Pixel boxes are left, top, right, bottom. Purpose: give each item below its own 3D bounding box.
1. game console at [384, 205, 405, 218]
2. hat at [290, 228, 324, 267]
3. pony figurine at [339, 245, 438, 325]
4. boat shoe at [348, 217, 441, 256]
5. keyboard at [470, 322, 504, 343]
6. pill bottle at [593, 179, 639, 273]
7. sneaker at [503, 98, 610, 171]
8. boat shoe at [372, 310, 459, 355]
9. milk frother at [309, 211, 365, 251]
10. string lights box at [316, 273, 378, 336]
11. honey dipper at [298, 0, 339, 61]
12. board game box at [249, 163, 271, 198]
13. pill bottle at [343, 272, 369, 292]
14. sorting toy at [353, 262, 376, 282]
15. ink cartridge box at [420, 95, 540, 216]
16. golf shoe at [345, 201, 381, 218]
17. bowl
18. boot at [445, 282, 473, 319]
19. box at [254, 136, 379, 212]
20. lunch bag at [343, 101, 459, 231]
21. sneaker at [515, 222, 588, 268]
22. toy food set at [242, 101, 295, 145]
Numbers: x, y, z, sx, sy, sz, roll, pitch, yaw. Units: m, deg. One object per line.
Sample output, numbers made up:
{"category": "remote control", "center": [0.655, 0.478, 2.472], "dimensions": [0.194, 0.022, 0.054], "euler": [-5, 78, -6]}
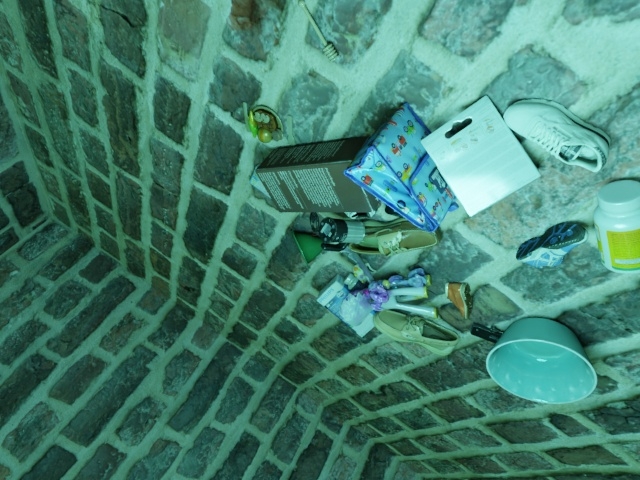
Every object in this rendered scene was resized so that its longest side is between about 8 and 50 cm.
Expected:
{"category": "game console", "center": [0.269, -0.132, 1.248], "dimensions": [0.144, 0.124, 0.085], "euler": [17, 168, 24]}
{"category": "hat", "center": [0.000, 0.000, 1.668], "dimensions": [0.172, 0.184, 0.208], "euler": [65, 177, -26]}
{"category": "pony figurine", "center": [0.214, 0.190, 1.526], "dimensions": [0.364, 0.302, 0.351], "euler": [-7, 145, 23]}
{"category": "boat shoe", "center": [0.236, 0.003, 1.395], "dimensions": [0.324, 0.119, 0.122], "euler": [-3, 130, 41]}
{"category": "keyboard", "center": [0.650, 0.348, 1.546], "dimensions": [0.180, 0.023, 0.108], "euler": [18, 148, 21]}
{"category": "pill bottle", "center": [0.708, -0.032, 0.976], "dimensions": [0.118, 0.117, 0.208], "euler": [-3, 130, 41]}
{"category": "sneaker", "center": [0.515, -0.232, 0.921], "dimensions": [0.235, 0.094, 0.090], "euler": [28, 146, 13]}
{"category": "boat shoe", "center": [0.383, 0.349, 1.691], "dimensions": [0.342, 0.121, 0.110], "euler": [19, 138, 5]}
{"category": "milk frother", "center": [0.048, -0.045, 1.398], "dimensions": [0.129, 0.135, 0.143], "euler": [-42, 58, 39]}
{"category": "string lights box", "center": [0.126, 0.279, 1.795], "dimensions": [0.260, 0.076, 0.133], "euler": [41, 112, -7]}
{"category": "honey dipper", "center": [-0.008, -0.529, 1.059], "dimensions": [0.031, 0.030, 0.160], "euler": [-15, 119, 47]}
{"category": "board game box", "center": [-0.187, -0.207, 1.576], "dimensions": [0.154, 0.026, 0.103], "euler": [37, 145, -3]}
{"category": "pill bottle", "center": [0.155, 0.186, 1.719], "dimensions": [0.120, 0.067, 0.067], "euler": [37, 145, -2]}
{"category": "sorting toy", "center": [0.179, 0.124, 1.660], "dimensions": [0.083, 0.044, 0.075], "euler": [42, 125, -10]}
{"category": "ink cartridge box", "center": [0.393, -0.204, 1.039], "dimensions": [0.189, 0.066, 0.232], "euler": [-34, 88, 25]}
{"category": "golf shoe", "center": [0.104, -0.112, 1.400], "dimensions": [0.186, 0.086, 0.067], "euler": [5, 135, 37]}
{"category": "bowl", "center": [0.719, 0.371, 1.375], "dimensions": [0.312, 0.163, 0.311], "euler": [17, 134, 18]}
{"category": "boot", "center": [0.491, 0.211, 1.490], "dimensions": [0.085, 0.059, 0.157], "euler": [4, 126, 40]}
{"category": "box", "center": [-0.001, -0.200, 1.337], "dimensions": [0.382, 0.143, 0.191], "euler": [5, 137, 37]}
{"category": "lunch bag", "center": [0.244, -0.171, 1.099], "dimensions": [0.293, 0.221, 0.138], "euler": [41, 144, -9]}
{"category": "sneaker", "center": [0.635, 0.017, 1.137], "dimensions": [0.081, 0.080, 0.211], "euler": [32, 155, -6]}
{"category": "toy food set", "center": [-0.177, -0.372, 1.366], "dimensions": [0.192, 0.038, 0.132], "euler": [21, 142, 19]}
